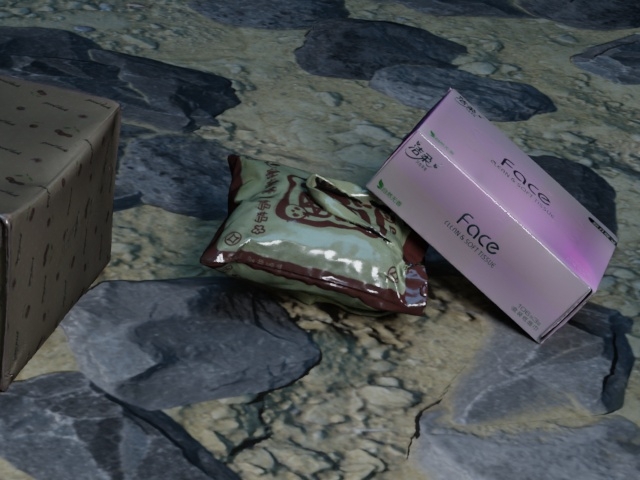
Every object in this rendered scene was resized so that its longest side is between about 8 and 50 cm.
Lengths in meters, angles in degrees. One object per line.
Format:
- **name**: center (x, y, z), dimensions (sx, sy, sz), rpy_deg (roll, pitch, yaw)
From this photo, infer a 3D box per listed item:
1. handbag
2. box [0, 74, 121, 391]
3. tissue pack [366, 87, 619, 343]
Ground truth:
- **handbag**: center (0.000, 0.000, 1.754), dimensions (0.235, 0.127, 0.213), rpy_deg (19, 26, -4)
- **box**: center (-0.342, -0.023, 1.628), dimensions (0.225, 0.190, 0.297), rpy_deg (12, 27, 9)
- **tissue pack**: center (0.182, -0.026, 1.768), dimensions (0.246, 0.092, 0.148), rpy_deg (42, 30, -2)
